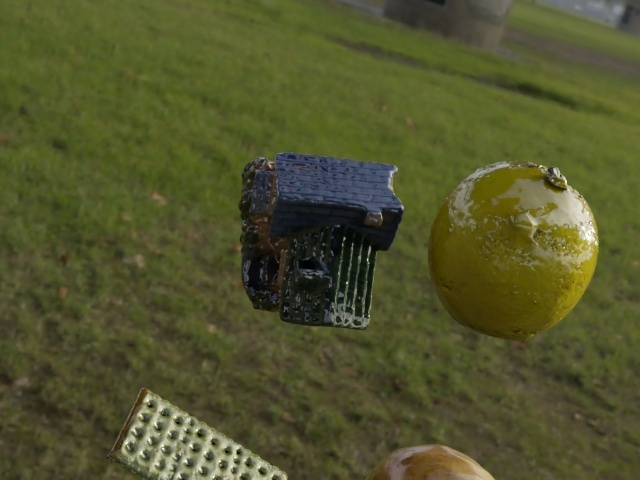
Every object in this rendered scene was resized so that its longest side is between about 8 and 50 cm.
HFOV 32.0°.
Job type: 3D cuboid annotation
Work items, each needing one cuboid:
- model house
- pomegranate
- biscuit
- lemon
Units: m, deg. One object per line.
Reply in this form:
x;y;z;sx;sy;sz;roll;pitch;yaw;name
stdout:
0.000;0.000;1.220;0.166;0.183;0.172;5;1;-13;model house
0.142;0.366;1.450;0.207;0.207;0.207;16;15;-4;pomegranate
-0.149;0.287;1.413;0.231;0.016;0.139;34;32;-10;biscuit
0.193;0.013;1.139;0.173;0.206;0.174;1;51;-2;lemon
